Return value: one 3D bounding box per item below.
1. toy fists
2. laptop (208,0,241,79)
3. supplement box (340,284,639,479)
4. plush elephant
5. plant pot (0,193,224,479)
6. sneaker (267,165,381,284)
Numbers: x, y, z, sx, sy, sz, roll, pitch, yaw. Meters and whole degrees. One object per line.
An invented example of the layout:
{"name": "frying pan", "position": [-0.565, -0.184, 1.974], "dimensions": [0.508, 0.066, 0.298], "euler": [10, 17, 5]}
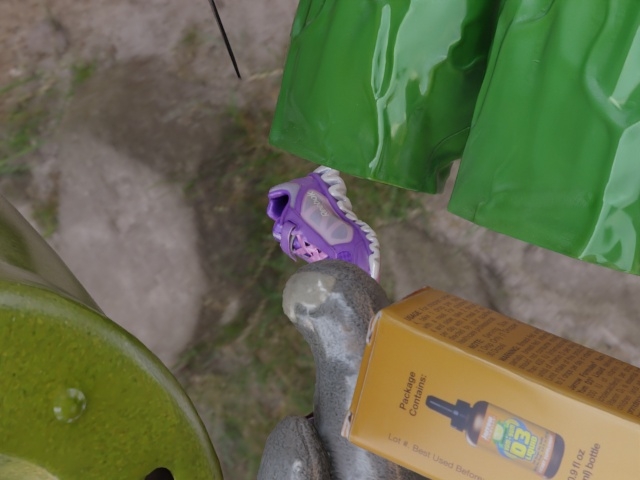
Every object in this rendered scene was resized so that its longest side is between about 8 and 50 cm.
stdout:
{"name": "toy fists", "position": [0.083, -0.083, 0.615], "dimensions": [0.279, 0.096, 0.142], "euler": [26, 104, 53]}
{"name": "laptop", "position": [-0.106, -0.401, 1.888], "dimensions": [0.264, 0.136, 0.234], "euler": [-46, 45, 25]}
{"name": "supplement box", "position": [0.132, 0.100, 0.683], "dimensions": [0.233, 0.080, 0.078], "euler": [22, 112, 19]}
{"name": "plush elephant", "position": [-0.033, 0.210, 0.922], "dimensions": [0.255, 0.272, 0.330], "euler": [-11, 73, 18]}
{"name": "plant pot", "position": [-0.227, 0.098, 0.561], "dimensions": [0.353, 0.366, 0.367], "euler": [17, 125, 51]}
{"name": "sneaker", "position": [0.000, 0.000, 1.686], "dimensions": [0.236, 0.104, 0.095], "euler": [-119, 29, -46]}
